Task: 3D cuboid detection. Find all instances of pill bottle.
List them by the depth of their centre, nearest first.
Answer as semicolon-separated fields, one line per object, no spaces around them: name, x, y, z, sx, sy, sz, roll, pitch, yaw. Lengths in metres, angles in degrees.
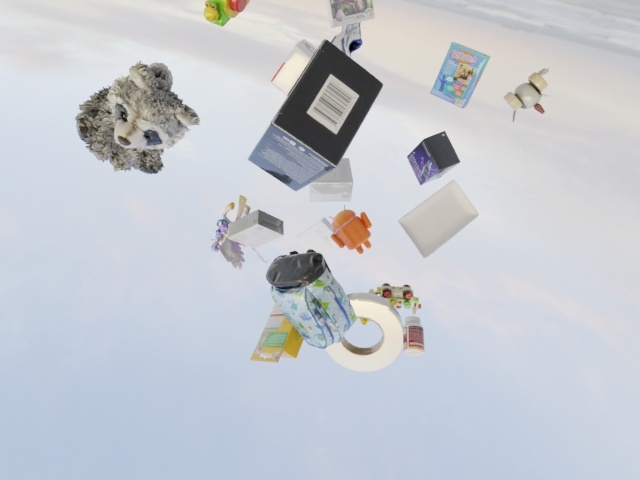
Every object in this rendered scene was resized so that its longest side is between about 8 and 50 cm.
pill bottle;0.383;0.393;1.658;0.086;0.086;0.151;11;-123;-6

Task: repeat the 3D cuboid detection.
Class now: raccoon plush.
raccoon plush;-0.411;-0.371;0.966;0.216;0.299;0.445;22;-127;-42

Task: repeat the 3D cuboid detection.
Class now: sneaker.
sneaker;0.155;-0.972;1.917;0.131;0.296;0.112;26;175;15

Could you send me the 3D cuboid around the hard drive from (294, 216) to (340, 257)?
hard drive;0.000;0.000;2.423;0.210;0.319;0.040;46;-126;-10

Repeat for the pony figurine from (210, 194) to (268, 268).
pony figurine;-0.451;-0.028;2.261;0.351;0.363;0.303;37;-164;25

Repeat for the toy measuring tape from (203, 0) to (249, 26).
toy measuring tape;-0.240;-0.742;1.157;0.122;0.121;0.329;21;-117;12

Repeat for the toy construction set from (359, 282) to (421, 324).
toy construction set;0.361;0.318;2.013;0.329;0.214;0.151;-2;-157;-11

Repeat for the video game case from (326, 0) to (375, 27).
video game case;0.092;-0.815;1.318;0.173;0.190;0.022;-23;-152;-21

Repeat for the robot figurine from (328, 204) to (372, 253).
robot figurine;0.138;-0.046;1.774;0.219;0.158;0.128;52;-132;-3

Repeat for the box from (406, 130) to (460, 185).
box;0.478;-0.348;1.725;0.108;0.207;0.153;-23;-97;-11

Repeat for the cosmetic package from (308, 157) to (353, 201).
cosmetic package;0.050;-0.323;2.144;0.225;0.138;0.223;-1;-136;-2

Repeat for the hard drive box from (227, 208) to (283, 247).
hard drive box;-0.333;-0.055;2.070;0.181;0.232;0.089;26;-128;-46

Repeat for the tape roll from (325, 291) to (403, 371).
tape roll;0.195;0.428;1.874;0.393;0.391;0.072;17;-160;5

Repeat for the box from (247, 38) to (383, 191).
box;-0.035;-0.355;1.246;0.212;0.293;0.395;32;167;-14

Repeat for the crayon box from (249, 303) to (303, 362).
crayon box;-0.152;0.379;1.714;0.083;0.203;0.322;42;-125;-29

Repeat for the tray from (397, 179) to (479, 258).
tray;0.369;-0.068;1.269;0.271;0.030;0.145;-35;-90;-22

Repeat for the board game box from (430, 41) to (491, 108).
board game box;0.563;-0.670;1.638;0.160;0.210;0.047;36;-140;22

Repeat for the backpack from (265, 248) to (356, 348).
backpack;-0.023;0.235;1.529;0.290;0.355;0.273;-5;-131;47

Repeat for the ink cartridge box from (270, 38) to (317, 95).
ink cartridge box;-0.092;-0.690;1.605;0.100;0.172;0.237;37;-152;-15

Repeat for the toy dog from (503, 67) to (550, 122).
toy dog;0.918;-0.614;1.769;0.160;0.220;0.334;53;-135;3
